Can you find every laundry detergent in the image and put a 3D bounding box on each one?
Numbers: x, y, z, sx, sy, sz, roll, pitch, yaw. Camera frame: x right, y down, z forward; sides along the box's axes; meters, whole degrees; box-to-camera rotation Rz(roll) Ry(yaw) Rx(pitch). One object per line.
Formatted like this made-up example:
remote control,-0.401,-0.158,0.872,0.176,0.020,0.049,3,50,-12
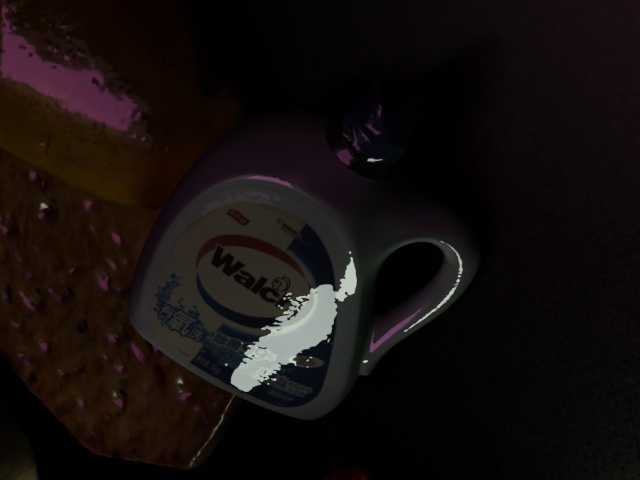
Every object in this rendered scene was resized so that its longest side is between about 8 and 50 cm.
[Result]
laundry detergent,0.000,0.000,0.934,0.215,0.105,0.280,32,127,-13

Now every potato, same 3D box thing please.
potato,-0.209,-0.166,1.011,0.369,0.195,0.176,42,170,4

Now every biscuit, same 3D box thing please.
biscuit,-0.202,0.051,1.181,0.359,0.046,0.359,18,121,32

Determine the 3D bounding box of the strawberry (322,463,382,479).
strawberry,0.033,0.230,1.052,0.083,0.083,0.096,-4,104,41

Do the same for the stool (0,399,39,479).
stool,-0.454,0.278,1.352,0.179,0.264,0.179,19,122,33
